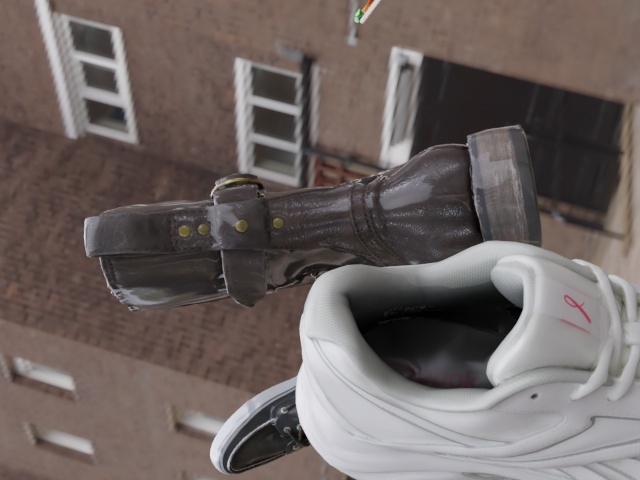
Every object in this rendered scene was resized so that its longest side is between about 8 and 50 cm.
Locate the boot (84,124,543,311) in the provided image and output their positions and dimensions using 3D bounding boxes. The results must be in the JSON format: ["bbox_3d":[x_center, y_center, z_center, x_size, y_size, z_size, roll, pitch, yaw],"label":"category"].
[{"bbox_3d":[0.000,0.000,0.669,0.263,0.229,0.091,60,-159,-76],"label":"boot"}]

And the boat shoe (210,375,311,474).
[{"bbox_3d":[-0.012,0.125,0.856,0.142,0.040,0.049,-33,-51,-14],"label":"boat shoe"}]

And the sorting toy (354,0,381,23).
[{"bbox_3d":[0.062,-0.292,1.479,0.083,0.012,0.062,-49,11,38],"label":"sorting toy"}]

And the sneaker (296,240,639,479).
[{"bbox_3d":[0.099,0.048,0.430,0.115,0.232,0.090,75,-164,-61],"label":"sneaker"}]
